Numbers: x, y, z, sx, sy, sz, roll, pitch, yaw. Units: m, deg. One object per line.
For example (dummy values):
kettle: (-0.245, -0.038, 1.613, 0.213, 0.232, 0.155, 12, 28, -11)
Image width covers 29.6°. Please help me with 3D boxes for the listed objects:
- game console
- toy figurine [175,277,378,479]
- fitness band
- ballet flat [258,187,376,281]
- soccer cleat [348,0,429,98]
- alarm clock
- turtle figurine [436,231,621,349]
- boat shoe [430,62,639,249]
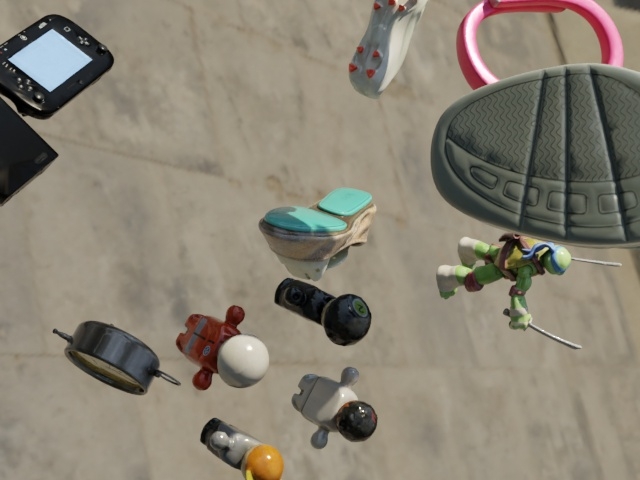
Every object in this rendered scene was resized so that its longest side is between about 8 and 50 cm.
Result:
game console: (-0.363, -0.186, 1.396, 0.213, 0.044, 0.361, 45, 32, -8)
toy figurine: (-0.040, 0.161, 1.378, 0.213, 0.148, 0.210, -19, 110, -29)
fitness band: (0.363, -0.313, 1.990, 0.290, 0.054, 0.209, -5, 75, -19)
ballet flat: (0.000, 0.000, 1.745, 0.316, 0.107, 0.106, -20, 126, -62)
soccer cleat: (0.095, -0.279, 1.601, 0.196, 0.068, 0.076, -62, 157, -6)
alarm clock: (-0.271, 0.166, 1.681, 0.064, 0.192, 0.129, -61, 151, -21)
turtle figurine: (0.375, 0.085, 2.277, 0.274, 0.266, 0.198, 27, 73, -45)
boat shoe: (0.232, -0.047, 0.778, 0.103, 0.320, 0.118, 34, 56, -69)
